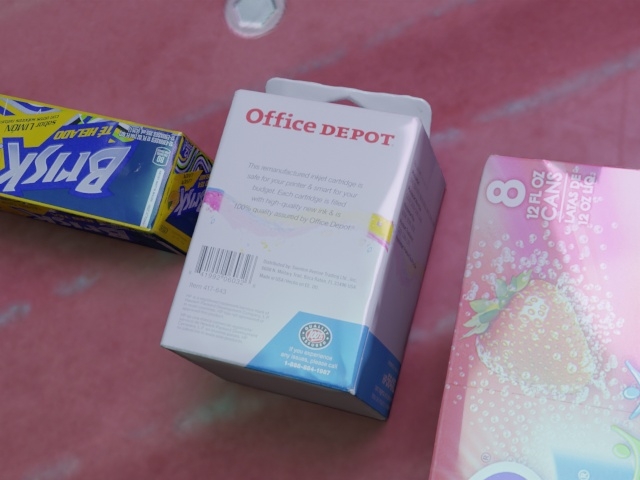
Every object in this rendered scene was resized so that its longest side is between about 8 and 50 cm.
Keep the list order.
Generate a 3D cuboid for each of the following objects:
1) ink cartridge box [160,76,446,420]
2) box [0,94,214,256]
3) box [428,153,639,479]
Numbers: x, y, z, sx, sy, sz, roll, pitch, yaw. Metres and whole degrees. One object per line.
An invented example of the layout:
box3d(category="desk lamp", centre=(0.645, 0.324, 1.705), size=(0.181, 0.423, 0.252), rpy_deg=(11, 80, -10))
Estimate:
box3d(category="ink cartridge box", centre=(0.000, 0.000, 0.535), size=(0.092, 0.090, 0.143), rpy_deg=(12, 76, 17))
box3d(category="box", centre=(-0.144, -0.039, 0.600), size=(0.169, 0.059, 0.054), rpy_deg=(12, 80, 18))
box3d(category="box", centre=(0.114, 0.135, 0.433), size=(0.142, 0.154, 0.300), rpy_deg=(7, 77, 16))
